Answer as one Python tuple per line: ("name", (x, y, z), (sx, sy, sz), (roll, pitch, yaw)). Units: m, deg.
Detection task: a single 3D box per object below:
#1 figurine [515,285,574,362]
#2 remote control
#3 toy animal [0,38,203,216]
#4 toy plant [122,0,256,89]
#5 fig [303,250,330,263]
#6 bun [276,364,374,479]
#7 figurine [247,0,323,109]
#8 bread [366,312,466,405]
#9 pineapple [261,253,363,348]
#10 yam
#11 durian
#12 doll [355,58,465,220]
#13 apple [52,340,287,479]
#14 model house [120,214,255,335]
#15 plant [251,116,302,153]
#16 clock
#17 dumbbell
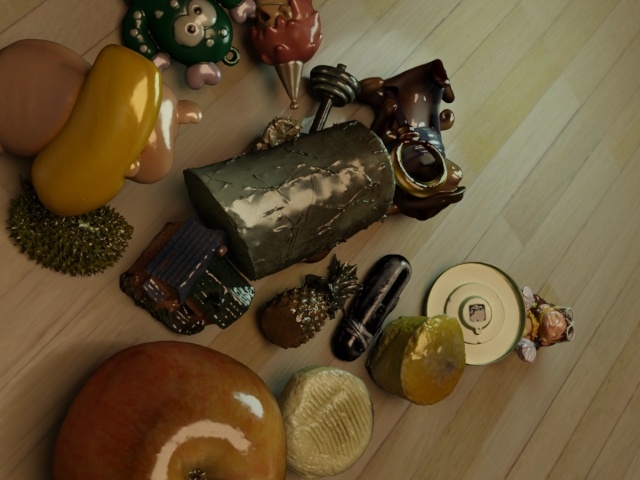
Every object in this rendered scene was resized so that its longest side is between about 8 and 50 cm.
("figurine", (0.476, 0.197, 2.233), (0.240, 0.115, 0.175), (2, 82, -30))
("remote control", (0.115, 0.139, 2.001), (0.090, 0.066, 0.266), (44, 61, -23))
("toy animal", (-0.379, -0.180, 1.591), (0.247, 0.345, 0.278), (-4, 102, -70))
("toy plant", (-0.247, -0.402, 1.765), (0.243, 0.112, 0.233), (14, 87, -18))
("fig", (0.000, 0.000, 1.896), (0.089, 0.125, 0.089), (7, 79, -40))
("bun", (-0.005, 0.350, 1.848), (0.220, 0.134, 0.221), (-1, 91, -33))
("figurine", (-0.084, -0.451, 1.868), (0.166, 0.207, 0.387), (-8, 104, -18))
("bread", (0.204, 0.239, 1.986), (0.197, 0.170, 0.197), (-6, 100, -39))
("pineapple", (-0.005, 0.121, 1.902), (0.251, 0.125, 0.125), (-34, 105, -45))
("yam", (-0.052, -0.078, 1.762), (0.348, 0.241, 0.241), (-22, 98, -20))
("durian", (-0.418, -0.016, 1.611), (0.220, 0.095, 0.137), (24, 70, -26))
("doll", (0.210, -0.216, 2.023), (0.318, 0.209, 0.340), (3, 78, -46))
("apple", (-0.233, 0.360, 1.550), (0.391, 0.346, 0.392), (2, 86, -31))
("model house", (-0.218, 0.070, 1.699), (0.183, 0.172, 0.166), (48, 59, -23))
("plant", (-0.071, -0.173, 1.865), (0.122, 0.116, 0.104), (44, 32, 3))
("clock", (0.345, 0.161, 2.129), (0.235, 0.029, 0.235), (1, 82, -10))
("dumbbell", (-0.001, -0.245, 1.945), (0.110, 0.110, 0.255), (29, 75, -31))
